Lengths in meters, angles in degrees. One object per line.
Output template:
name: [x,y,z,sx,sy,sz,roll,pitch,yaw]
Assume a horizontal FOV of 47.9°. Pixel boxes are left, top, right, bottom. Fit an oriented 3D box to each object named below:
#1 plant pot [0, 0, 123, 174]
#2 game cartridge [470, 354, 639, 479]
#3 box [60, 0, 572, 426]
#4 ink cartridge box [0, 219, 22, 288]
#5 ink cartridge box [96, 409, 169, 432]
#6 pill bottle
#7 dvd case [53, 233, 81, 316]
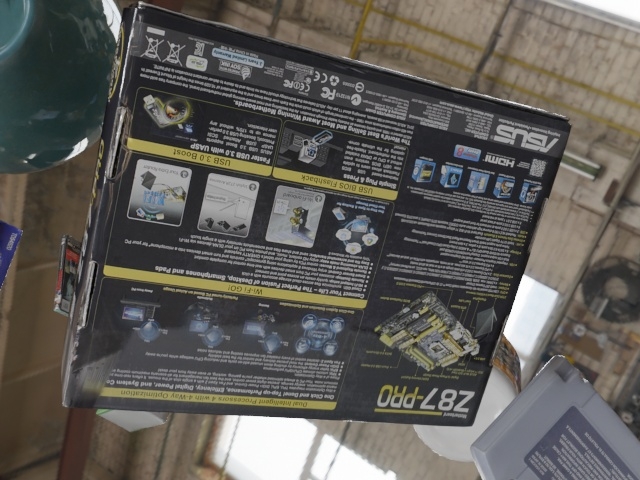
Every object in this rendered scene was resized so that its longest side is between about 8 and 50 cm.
plant pot: [-0.357,-0.225,0.770,0.290,0.290,0.195,-58,9,-6]
game cartridge: [0.337,0.319,0.946,0.196,0.294,0.060,-44,12,-12]
box: [0.000,0.000,0.637,0.394,0.097,0.318,8,-78,-23]
ink cartridge box: [-0.743,0.017,1.452,0.223,0.224,0.045,-57,14,30]
ink cartridge box: [-0.342,0.262,1.449,0.154,0.093,0.212,-27,34,46]
pill bottle: [0.237,0.222,1.148,0.162,0.162,0.278,-68,-9,15]
dvd case: [-0.380,0.060,1.114,0.087,0.013,0.120,61,-155,-69]
